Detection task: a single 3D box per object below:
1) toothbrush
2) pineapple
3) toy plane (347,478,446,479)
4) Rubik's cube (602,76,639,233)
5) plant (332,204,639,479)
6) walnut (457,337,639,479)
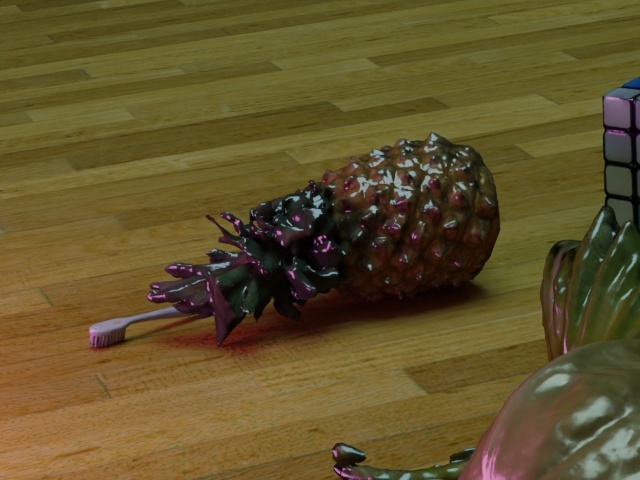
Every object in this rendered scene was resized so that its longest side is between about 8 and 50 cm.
[{"bbox_3d":[-0.112,0.063,1.876,0.257,0.024,0.018,-16,43,-32],"label":"toothbrush"},{"bbox_3d":[0.000,0.000,1.840,0.340,0.169,0.169,-14,22,-23],"label":"pineapple"},{"bbox_3d":[0.051,0.200,1.430,0.111,0.040,0.102,-6,21,-8],"label":"toy plane"},{"bbox_3d":[0.395,-0.091,2.004,0.155,0.154,0.151,12,25,39],"label":"Rubik's cube"},{"bbox_3d":[0.216,0.141,1.539,0.251,0.180,0.333,26,67,43],"label":"plant"},{"bbox_3d":[0.208,0.173,1.239,0.261,0.225,0.225,-18,24,-31],"label":"walnut"}]
